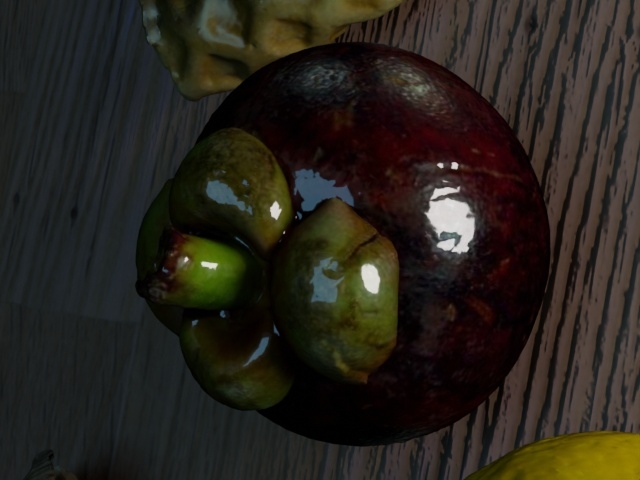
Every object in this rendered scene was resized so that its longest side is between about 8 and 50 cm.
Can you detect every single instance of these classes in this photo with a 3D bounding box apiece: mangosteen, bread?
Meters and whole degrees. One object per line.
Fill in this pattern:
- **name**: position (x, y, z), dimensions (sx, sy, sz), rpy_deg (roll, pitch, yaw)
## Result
- **mangosteen**: position (0.011, -0.004, 0.933), dimensions (0.300, 0.300, 0.300), rpy_deg (-11, 73, 36)
- **bread**: position (-0.020, -0.232, 1.117), dimensions (0.268, 0.130, 0.152), rpy_deg (-23, 63, 31)

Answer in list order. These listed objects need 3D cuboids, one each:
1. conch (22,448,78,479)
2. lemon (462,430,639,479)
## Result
- **conch**: position (-0.231, 0.288, 1.137), dimensions (0.245, 0.163, 0.178), rpy_deg (-109, 30, -45)
- **lemon**: position (0.170, 0.244, 0.751), dimensions (0.293, 0.293, 0.293), rpy_deg (-11, 73, 36)
